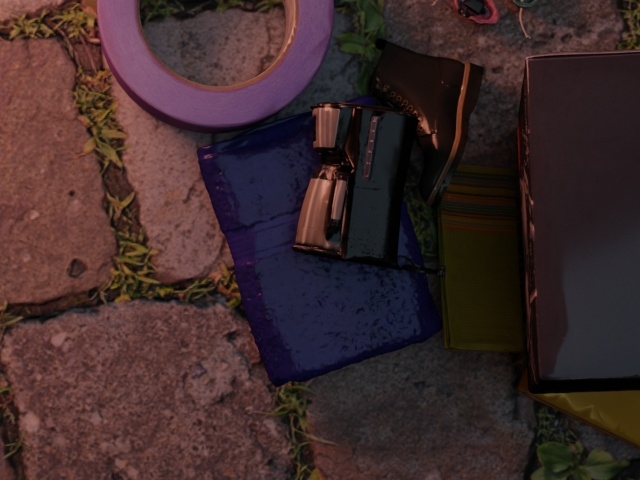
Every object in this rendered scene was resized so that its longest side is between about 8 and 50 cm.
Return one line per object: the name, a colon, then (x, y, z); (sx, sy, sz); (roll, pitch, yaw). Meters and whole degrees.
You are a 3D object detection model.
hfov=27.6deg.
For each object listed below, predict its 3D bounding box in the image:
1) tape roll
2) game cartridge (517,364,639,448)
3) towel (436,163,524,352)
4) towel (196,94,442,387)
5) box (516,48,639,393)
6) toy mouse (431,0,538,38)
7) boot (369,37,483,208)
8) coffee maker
tape roll: (-0.125, -0.267, 1.538); (0.275, 0.090, 0.274); (0, 90, -10)
game cartridge: (0.438, 0.103, 1.649); (0.285, 0.053, 0.323); (26, 83, -8)
towel: (0.195, 0.019, 1.585); (0.102, 0.021, 0.237); (2, 71, -8)
towel: (0.000, 0.000, 1.567); (0.228, 0.076, 0.308); (-17, 90, -6)
box: (0.317, -0.007, 1.456); (0.179, 0.312, 0.343); (-2, 80, 6)
toy mouse: (0.220, -0.309, 1.623); (0.161, 0.031, 0.143); (-36, 95, -7)
boot: (0.109, -0.143, 1.575); (0.137, 0.077, 0.197); (18, 61, -4)
coffee maker: (0.061, -0.060, 1.489); (0.171, 0.120, 0.178); (10, 89, -24)
